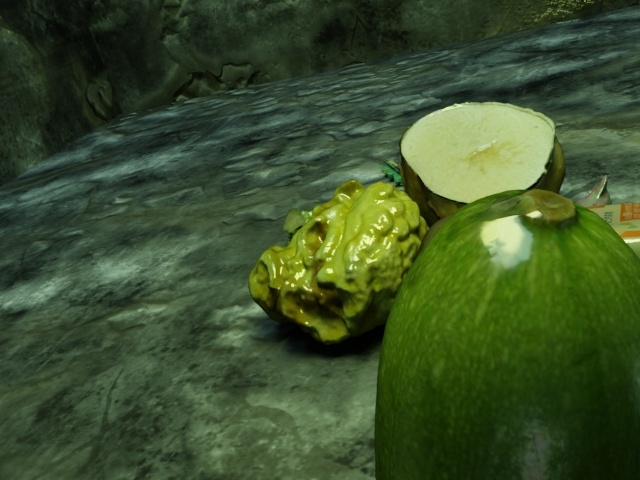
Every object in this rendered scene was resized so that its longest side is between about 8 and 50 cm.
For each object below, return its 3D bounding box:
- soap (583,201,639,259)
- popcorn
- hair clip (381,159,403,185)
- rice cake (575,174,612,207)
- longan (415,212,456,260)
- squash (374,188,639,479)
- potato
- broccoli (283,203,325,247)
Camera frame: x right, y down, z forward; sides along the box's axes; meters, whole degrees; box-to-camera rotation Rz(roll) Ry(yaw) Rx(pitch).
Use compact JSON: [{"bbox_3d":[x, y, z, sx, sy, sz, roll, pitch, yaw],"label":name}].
[{"bbox_3d":[0.353,0.040,0.870,0.182,0.139,0.199,-5,13,25],"label":"soap"},{"bbox_3d":[0.037,0.042,1.047,0.286,0.174,0.225,-36,27,1],"label":"popcorn"},{"bbox_3d":[0.169,-0.150,1.565,0.049,0.049,0.173,-21,19,-9],"label":"hair clip"},{"bbox_3d":[0.369,-0.011,1.084,0.051,0.081,0.290,21,43,36],"label":"rice cake"},{"bbox_3d":[0.197,0.055,0.947,0.189,0.189,0.189,-14,24,6],"label":"longan"},{"bbox_3d":[0.161,0.108,0.643,0.310,0.309,0.310,-15,32,10],"label":"squash"},{"bbox_3d":[0.276,-0.085,1.177,0.246,0.196,0.300,-28,36,-1],"label":"potato"},{"bbox_3d":[0.000,0.000,1.247,0.146,0.138,0.162,-49,38,7],"label":"broccoli"}]
